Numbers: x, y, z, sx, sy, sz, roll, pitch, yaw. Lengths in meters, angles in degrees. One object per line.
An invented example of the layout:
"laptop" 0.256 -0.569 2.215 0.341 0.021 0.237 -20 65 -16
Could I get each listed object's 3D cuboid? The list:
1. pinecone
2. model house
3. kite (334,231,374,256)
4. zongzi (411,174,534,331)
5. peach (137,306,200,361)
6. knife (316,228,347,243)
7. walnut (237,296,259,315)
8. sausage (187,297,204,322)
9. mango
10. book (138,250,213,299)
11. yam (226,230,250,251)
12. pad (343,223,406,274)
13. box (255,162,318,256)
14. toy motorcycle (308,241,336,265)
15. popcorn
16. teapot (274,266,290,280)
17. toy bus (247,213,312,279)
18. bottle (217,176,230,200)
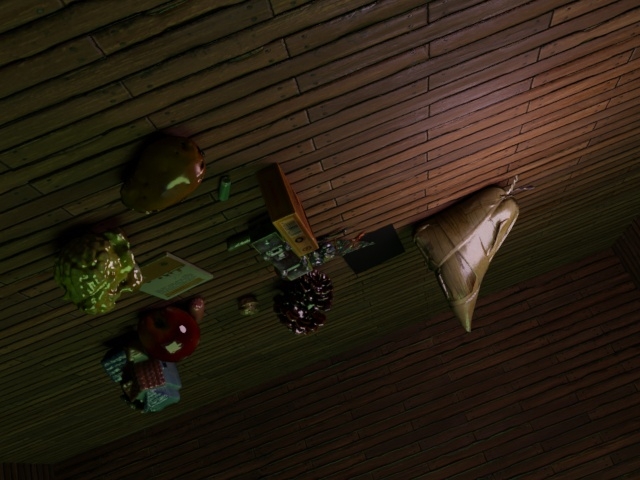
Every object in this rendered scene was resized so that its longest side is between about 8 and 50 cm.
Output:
"pinecone" -0.056 0.242 2.294 0.246 0.246 0.292 -1 138 -37
"model house" -0.741 0.532 2.264 0.251 0.295 0.329 -23 159 -6
"kite" 0.119 0.018 2.220 0.232 0.009 0.189 3 147 -41
"zongzi" 0.672 0.046 2.200 0.499 0.467 0.218 -30 175 16
"peach" -0.581 0.362 2.152 0.243 0.200 0.243 10 147 6
"knife" -0.002 0.000 2.083 0.222 0.021 0.045 -25 171 15
"walnut" -0.297 0.274 2.345 0.096 0.079 0.082 -2 151 -36
"sausage" -0.490 0.275 2.214 0.062 0.062 0.154 -11 154 -21
"mango" -0.385 -0.151 1.353 0.248 0.151 0.156 -27 124 27
"book" -0.529 0.129 1.934 0.207 0.020 0.295 -26 155 10
"yam" -0.266 0.003 1.858 0.094 0.043 0.043 -21 156 3
"pad" 0.220 0.043 2.371 0.247 0.007 0.367 -24 155 8
"box" -0.094 -0.083 1.658 0.076 0.174 0.274 -22 155 5
"toy motorcycle" -0.002 0.056 2.149 0.124 0.061 0.193 -28 165 2
"popcorn" -0.608 0.075 1.558 0.251 0.206 0.237 -42 136 5
"teapot" -0.129 0.095 2.098 0.116 0.116 0.173 -36 125 29
"toy bus" -0.134 0.017 1.889 0.113 0.139 0.302 -26 147 10
"bottle" -0.268 -0.144 1.569 0.030 0.030 0.083 -10 153 -22
